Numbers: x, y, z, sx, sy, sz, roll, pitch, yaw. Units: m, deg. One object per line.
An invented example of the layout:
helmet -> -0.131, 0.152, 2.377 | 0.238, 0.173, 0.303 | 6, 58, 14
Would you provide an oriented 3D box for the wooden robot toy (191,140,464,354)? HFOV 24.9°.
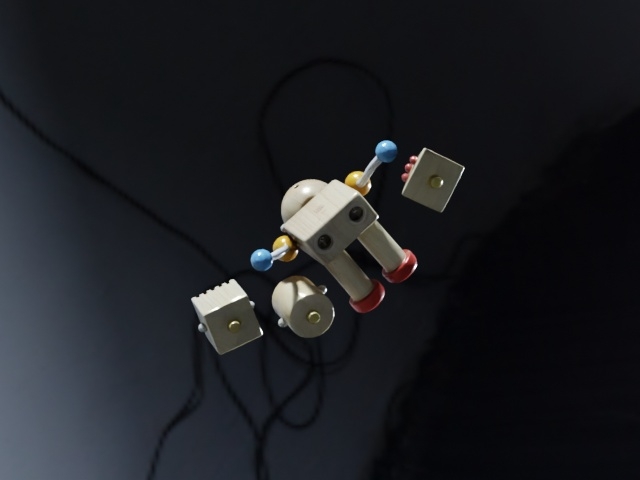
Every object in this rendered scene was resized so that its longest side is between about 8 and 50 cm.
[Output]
wooden robot toy -> 0.000, 0.000, 0.841 | 0.173, 0.079, 0.076 | -41, 118, -5
